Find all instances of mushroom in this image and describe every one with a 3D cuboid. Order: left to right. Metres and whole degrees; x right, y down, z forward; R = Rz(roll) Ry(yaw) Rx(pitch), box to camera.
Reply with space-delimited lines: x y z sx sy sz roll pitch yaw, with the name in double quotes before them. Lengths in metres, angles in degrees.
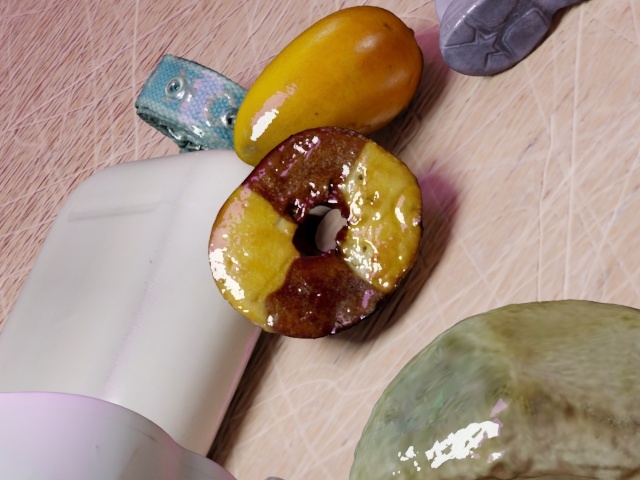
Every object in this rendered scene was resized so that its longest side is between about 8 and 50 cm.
"mushroom" 0.134 0.125 1.228 0.267 0.164 0.189 -23 43 37

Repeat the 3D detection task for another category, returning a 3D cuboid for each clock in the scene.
"clock" -0.224 0.245 1.404 0.338 0.338 0.102 -27 42 33

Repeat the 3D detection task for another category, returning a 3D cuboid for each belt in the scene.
"belt" -0.106 -0.114 1.777 0.082 0.148 0.163 -59 5 -7

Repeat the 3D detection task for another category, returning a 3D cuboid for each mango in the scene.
"mango" 0.005 -0.130 1.632 0.219 0.112 0.145 -41 5 -38

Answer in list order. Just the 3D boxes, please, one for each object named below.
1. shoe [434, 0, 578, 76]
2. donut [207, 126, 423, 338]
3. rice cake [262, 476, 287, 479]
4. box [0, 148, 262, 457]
"shoe" 0.186 -0.262 1.605 0.245 0.095 0.137 -46 35 20
"donut" 0.000 0.000 1.539 0.166 0.073 0.184 25 80 13
"rice cake" -0.102 0.241 1.509 0.207 0.036 0.047 -29 23 32
"box" -0.173 0.080 1.666 0.289 0.141 0.349 -6 54 49
